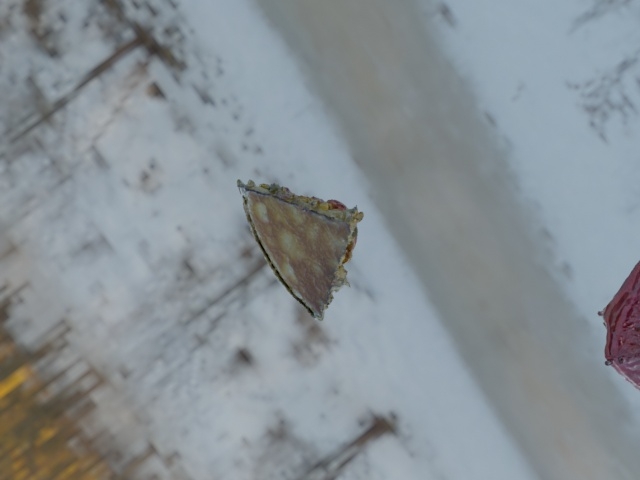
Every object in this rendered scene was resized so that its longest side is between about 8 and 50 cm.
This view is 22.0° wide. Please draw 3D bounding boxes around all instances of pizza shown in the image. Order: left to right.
[{"bbox_3d":[-0.007,0.007,1.094,0.100,0.029,0.099,16,128,35],"label":"pizza"}]

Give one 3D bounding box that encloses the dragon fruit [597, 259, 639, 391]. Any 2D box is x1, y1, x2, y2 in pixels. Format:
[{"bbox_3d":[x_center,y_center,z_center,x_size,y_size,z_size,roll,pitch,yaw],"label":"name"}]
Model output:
[{"bbox_3d":[0.357,0.040,1.249,0.126,0.274,0.161,53,-147,-44],"label":"dragon fruit"}]
